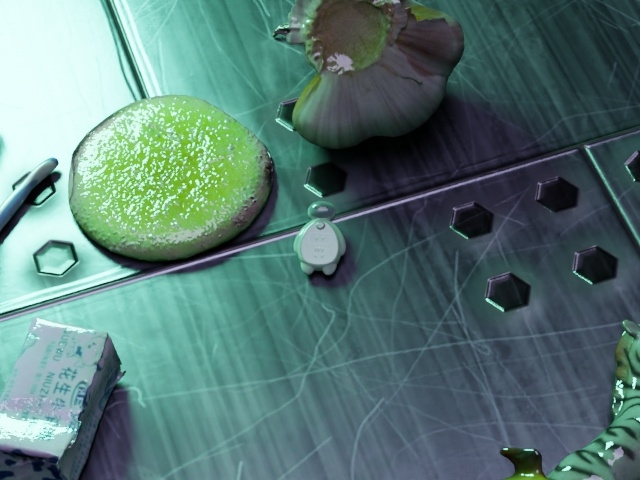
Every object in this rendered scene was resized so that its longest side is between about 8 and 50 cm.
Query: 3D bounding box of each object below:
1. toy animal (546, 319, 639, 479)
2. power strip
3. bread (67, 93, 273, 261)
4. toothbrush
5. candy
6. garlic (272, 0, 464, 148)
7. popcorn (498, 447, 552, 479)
[{"bbox_3d":[0.321,0.204,1.645,0.170,0.090,0.255,21,55,22],"label":"toy animal"},{"bbox_3d":[0.000,0.000,1.838,0.055,0.035,0.083,2,67,4],"label":"power strip"},{"bbox_3d":[-0.167,-0.075,1.892,0.228,0.033,0.228,-2,53,3],"label":"bread"},{"bbox_3d":[-0.359,0.006,1.848,0.027,0.021,0.269,26,59,13],"label":"toothbrush"},{"bbox_3d":[-0.260,0.161,1.702,0.092,0.073,0.160,9,56,14],"label":"candy"},{"bbox_3d":[0.019,-0.223,1.897,0.207,0.207,0.256,-39,55,-23],"label":"garlic"},{"bbox_3d":[0.186,0.311,1.452,0.297,0.316,0.281,-12,72,26],"label":"popcorn"}]
